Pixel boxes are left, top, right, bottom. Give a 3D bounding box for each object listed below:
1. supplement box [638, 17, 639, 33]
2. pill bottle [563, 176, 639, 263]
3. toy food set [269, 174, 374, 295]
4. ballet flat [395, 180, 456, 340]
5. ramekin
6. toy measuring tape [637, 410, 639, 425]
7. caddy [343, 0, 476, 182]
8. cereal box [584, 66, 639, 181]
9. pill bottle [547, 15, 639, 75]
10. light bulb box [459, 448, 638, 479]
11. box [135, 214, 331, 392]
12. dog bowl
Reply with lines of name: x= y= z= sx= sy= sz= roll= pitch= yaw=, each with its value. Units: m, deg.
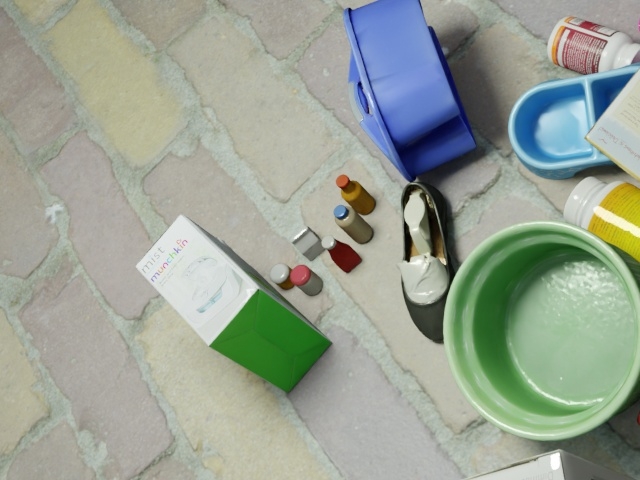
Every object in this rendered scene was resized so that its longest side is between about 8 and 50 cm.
supplement box: x=0.590 y=-0.381 z=1.644 sx=0.111 sy=0.114 sz=0.220 roll=6 pitch=59 yaw=32
pill bottle: x=0.472 y=-0.013 z=1.543 sx=0.215 sy=0.117 sz=0.117 roll=36 pitch=86 yaw=36
toy food set: x=0.000 y=0.000 z=1.806 sx=0.232 sy=0.104 sz=0.111 roll=-40 pitch=54 yaw=6
ballet flat: x=0.166 y=0.025 z=1.707 sx=0.095 sy=0.096 sz=0.280 roll=-17 pitch=59 yaw=21
ramekin: x=0.341 y=0.127 z=1.478 sx=0.303 sy=0.148 sz=0.303 roll=-4 pitch=84 yaw=37
toy measuring tape: x=0.519 y=0.185 z=1.414 sx=0.121 sy=0.121 sz=0.330 roll=20 pitch=78 yaw=35
caddy: x=0.133 y=-0.265 z=1.784 sx=0.179 sy=0.241 sz=0.341 roll=-22 pitch=57 yaw=13
cereal box: x=0.531 y=-0.193 z=1.528 sx=0.173 sy=0.047 sz=0.240 roll=39 pitch=99 yaw=2
pill bottle: x=0.461 y=-0.312 z=1.720 sx=0.152 sy=0.086 sz=0.086 roll=30 pitch=83 yaw=36
light bulb box: x=0.241 y=0.431 z=1.255 sx=0.358 sy=0.361 sz=0.225 roll=-25 pitch=55 yaw=32
box: x=-0.141 y=0.105 z=1.735 sx=0.127 sy=0.262 sz=0.231 roll=-49 pitch=54 yaw=-1
dog bowl: x=0.436 y=-0.190 z=1.640 sx=0.297 sy=0.074 sz=0.166 roll=-8 pitch=88 yaw=25
